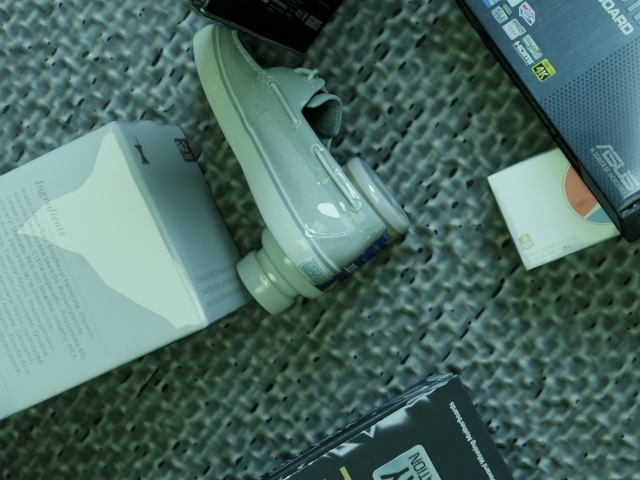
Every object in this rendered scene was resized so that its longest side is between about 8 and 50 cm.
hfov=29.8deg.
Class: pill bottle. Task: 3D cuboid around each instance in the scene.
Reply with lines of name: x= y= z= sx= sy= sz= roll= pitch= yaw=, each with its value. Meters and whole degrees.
pill bottle: x=0.000 y=0.000 z=0.877 sx=0.120 sy=0.067 sz=0.067 roll=-38 pitch=87 yaw=10

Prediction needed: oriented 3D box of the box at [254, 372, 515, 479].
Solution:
box: x=0.058 y=0.283 z=0.839 sx=0.242 sy=0.076 sz=0.307 roll=-28 pitch=89 yaw=-14

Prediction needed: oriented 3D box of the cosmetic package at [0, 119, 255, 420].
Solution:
cosmetic package: x=-0.170 y=0.019 z=0.864 sx=0.183 sy=0.151 sz=0.151 roll=-24 pitch=91 yaw=11

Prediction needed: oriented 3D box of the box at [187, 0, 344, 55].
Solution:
box: x=0.012 y=-0.244 z=0.729 sx=0.079 sy=0.322 sz=0.257 roll=36 pitch=99 yaw=4

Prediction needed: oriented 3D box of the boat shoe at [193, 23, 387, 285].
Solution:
boat shoe: x=-0.019 y=-0.075 z=0.841 sx=0.081 sy=0.079 sz=0.227 roll=-30 pitch=60 yaw=7

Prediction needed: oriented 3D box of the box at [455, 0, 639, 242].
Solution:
box: x=0.214 y=-0.142 z=0.787 sx=0.183 sy=0.059 sz=0.233 roll=-32 pitch=64 yaw=6

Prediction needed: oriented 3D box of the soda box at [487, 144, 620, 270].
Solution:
soda box: x=0.228 y=-0.053 z=0.835 sx=0.216 sy=0.069 sz=0.074 roll=-23 pitch=90 yaw=11
